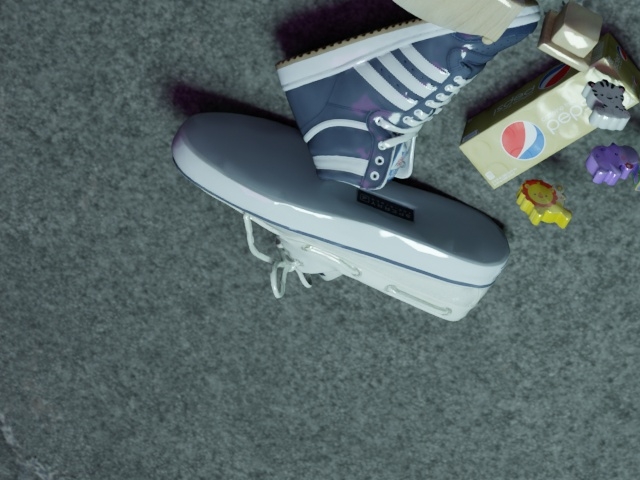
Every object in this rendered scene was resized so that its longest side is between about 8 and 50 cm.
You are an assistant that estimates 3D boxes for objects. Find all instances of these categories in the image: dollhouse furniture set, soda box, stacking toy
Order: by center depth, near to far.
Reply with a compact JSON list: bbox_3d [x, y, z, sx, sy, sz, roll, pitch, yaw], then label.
[{"bbox_3d":[0.083,-0.300,1.785,0.355,0.303,0.174,28,139,-9],"label":"dollhouse furniture set"},{"bbox_3d":[0.325,-0.073,1.961,0.221,0.052,0.167,8,140,-17],"label":"stacking toy"},{"bbox_3d":[0.229,-0.128,1.980,0.181,0.058,0.061,-31,110,28],"label":"soda box"}]

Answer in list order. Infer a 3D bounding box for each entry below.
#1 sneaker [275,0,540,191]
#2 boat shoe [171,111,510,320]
[{"bbox_3d":[0.100,-0.139,1.953,0.282,0.099,0.153,-14,93,28],"label":"sneaker"},{"bbox_3d":[0.002,-0.005,2.080,0.367,0.136,0.156,20,128,-11],"label":"boat shoe"}]
